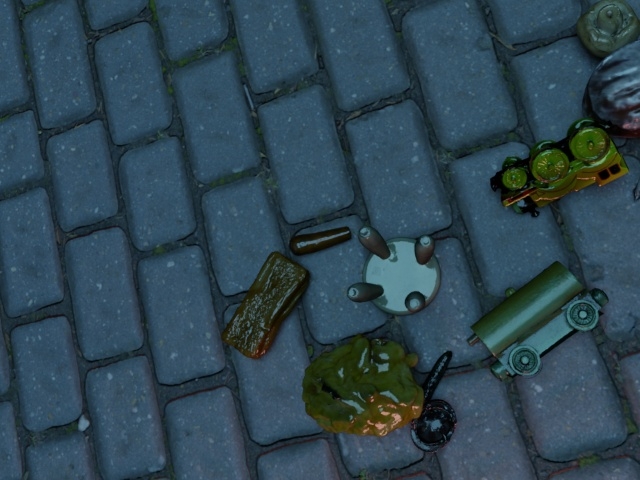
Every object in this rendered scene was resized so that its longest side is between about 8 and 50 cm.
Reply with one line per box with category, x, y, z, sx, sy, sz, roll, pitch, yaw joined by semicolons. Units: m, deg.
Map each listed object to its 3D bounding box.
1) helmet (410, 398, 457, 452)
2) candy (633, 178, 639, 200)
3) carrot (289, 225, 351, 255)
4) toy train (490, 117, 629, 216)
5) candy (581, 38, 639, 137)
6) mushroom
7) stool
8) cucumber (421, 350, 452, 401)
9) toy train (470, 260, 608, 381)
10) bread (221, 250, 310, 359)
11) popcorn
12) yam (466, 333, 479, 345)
helmet;0.263;0.424;1.586;0.098;0.070;0.123;32;97;8
candy;0.808;-0.072;1.529;0.226;0.051;0.094;44;97;18
carrot;0.000;0.000;1.747;0.161;0.055;0.055;-13;77;6
toy train;0.543;-0.160;1.565;0.296;0.100;0.160;-28;108;26
candy;0.744;-0.349;1.540;0.290;0.157;0.214;-21;79;12
mushroom;0.678;-0.502;1.607;0.148;0.112;0.148;-6;74;21
stool;0.176;0.071;1.607;0.195;0.199;0.195;9;81;18
cucumber;0.276;0.318;1.621;0.032;0.032;0.133;28;90;18
toy train;0.486;0.180;1.526;0.307;0.126;0.189;-38;81;5
bread;-0.143;0.164;1.743;0.139;0.077;0.271;29;88;22
popcorn;0.099;0.338;1.574;0.286;0.215;0.252;8;50;20
yam;0.394;0.208;1.612;0.116;0.021;0.021;-41;72;7
